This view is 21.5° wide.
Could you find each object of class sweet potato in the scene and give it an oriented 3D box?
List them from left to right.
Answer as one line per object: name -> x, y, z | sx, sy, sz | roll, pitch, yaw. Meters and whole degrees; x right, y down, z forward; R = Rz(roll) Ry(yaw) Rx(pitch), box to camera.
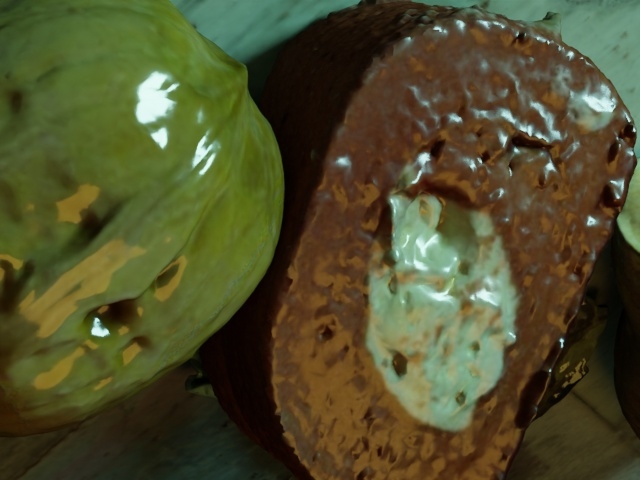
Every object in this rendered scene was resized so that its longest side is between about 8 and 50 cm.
sweet potato -> 0.276, 0.071, 1.221 | 0.131, 0.131, 0.337 | -27, 143, -8

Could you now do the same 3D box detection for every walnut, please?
walnut -> -0.125, -0.017, 0.783 | 0.221, 0.195, 0.195 | -33, 143, 1

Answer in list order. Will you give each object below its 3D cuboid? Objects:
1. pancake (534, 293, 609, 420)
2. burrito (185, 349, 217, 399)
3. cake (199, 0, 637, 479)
pancake -> 0.100, 0.060, 1.161 | 0.288, 0.033, 0.286 | 13, 123, -44
burrito -> -0.025, 0.078, 1.057 | 0.118, 0.044, 0.074 | 14, 128, -7
cake -> 0.040, 0.001, 0.890 | 0.177, 0.151, 0.283 | 22, 94, -21
